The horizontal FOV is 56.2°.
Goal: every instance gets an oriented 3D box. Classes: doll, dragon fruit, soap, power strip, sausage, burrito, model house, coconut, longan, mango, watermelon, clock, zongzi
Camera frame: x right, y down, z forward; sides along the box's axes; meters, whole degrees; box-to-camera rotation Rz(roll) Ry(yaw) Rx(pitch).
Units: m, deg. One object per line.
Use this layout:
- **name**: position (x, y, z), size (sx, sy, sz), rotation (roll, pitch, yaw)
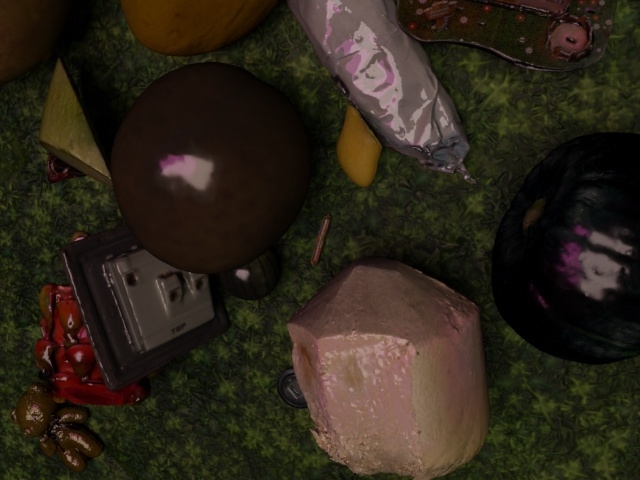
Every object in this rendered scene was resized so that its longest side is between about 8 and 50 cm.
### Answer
- **doll**: position (-0.561, 0.403, 1.266), size (0.209, 0.097, 0.137), rotation (42, 105, -3)
- **dragon fruit**: position (-0.394, 0.158, 1.092), size (0.228, 0.243, 0.307), rotation (-2, 130, -23)
- **soap**: position (0.061, -0.144, 0.929), size (0.033, 0.168, 0.089), rotation (-38, 77, -22)
- **power strip**: position (-0.275, 0.090, 1.020), size (0.092, 0.257, 0.251), rotation (2, 110, 44)
- **sausage**: position (0.000, 0.000, 1.043), size (0.015, 0.015, 0.100), rotation (20, 108, 10)
- **burrito**: position (0.093, -0.258, 0.906), size (0.139, 0.101, 0.445), rotation (-32, 94, 16)
- **model house**: position (0.251, -0.360, 0.771), size (0.294, 0.154, 0.207), rotation (17, 81, 10)
- **coconut**: position (0.101, 0.176, 0.915), size (0.297, 0.297, 0.309), rotation (-11, 101, 18)
- **longan**: position (-0.165, -0.107, 0.920), size (0.319, 0.319, 0.319), rotation (4, 105, 15)
- **mango**: position (-0.159, -0.384, 0.893), size (0.332, 0.195, 0.142), rotation (-16, 64, 30)
- **watermelon**: position (-0.120, 0.063, 1.047), size (0.105, 0.105, 0.133), rotation (-11, 109, 18)
- **clock**: position (-0.041, 0.275, 1.123), size (0.085, 0.017, 0.085), rotation (4, 105, 15)
- **zongzi**: position (-0.483, -0.139, 1.116), size (0.083, 0.073, 0.067), rotation (7, 87, 13)

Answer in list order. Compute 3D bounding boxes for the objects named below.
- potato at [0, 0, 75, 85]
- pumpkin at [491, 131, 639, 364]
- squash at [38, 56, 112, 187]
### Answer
- **potato**: position (-0.553, -0.454, 0.899), size (0.319, 0.385, 0.442), rotation (-11, 112, 4)
- **pumpkin**: position (0.370, 0.011, 0.789), size (0.238, 0.315, 0.315), rotation (22, 109, 0)
- **squash**: position (-0.389, -0.196, 1.010), size (0.204, 0.237, 0.155), rotation (31, 79, -12)
